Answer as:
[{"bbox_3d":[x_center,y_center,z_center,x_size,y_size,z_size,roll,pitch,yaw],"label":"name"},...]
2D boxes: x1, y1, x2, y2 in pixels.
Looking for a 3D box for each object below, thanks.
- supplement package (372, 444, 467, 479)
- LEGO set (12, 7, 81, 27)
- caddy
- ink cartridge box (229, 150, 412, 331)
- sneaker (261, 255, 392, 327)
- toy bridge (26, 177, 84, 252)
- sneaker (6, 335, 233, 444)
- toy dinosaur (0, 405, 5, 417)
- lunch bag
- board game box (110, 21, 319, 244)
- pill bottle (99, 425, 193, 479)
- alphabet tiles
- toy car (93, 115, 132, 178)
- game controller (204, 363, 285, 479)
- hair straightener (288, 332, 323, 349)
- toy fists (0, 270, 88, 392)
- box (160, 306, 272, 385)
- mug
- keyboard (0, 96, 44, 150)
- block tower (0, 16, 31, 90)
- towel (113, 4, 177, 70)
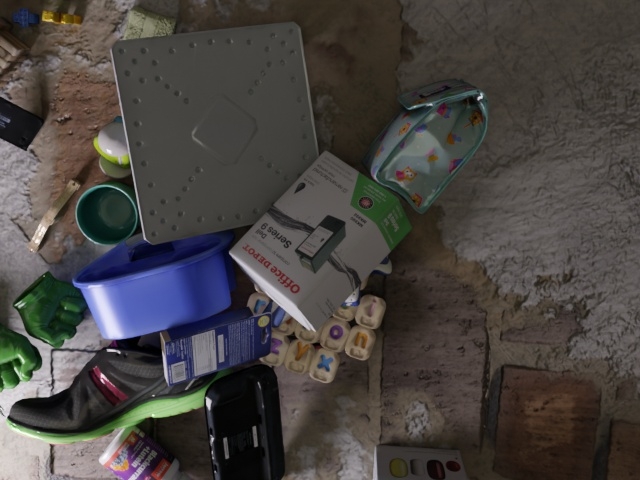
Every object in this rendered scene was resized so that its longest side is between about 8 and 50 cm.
[{"bbox_3d":[0.210,0.549,1.902,0.194,0.203,0.149,2,100,1],"label":"supplement package"},{"bbox_3d":[-0.561,-0.477,1.808,0.227,0.093,0.086,2,100,2],"label":"LEGO set"},{"bbox_3d":[-0.330,0.065,1.824,0.342,0.241,0.179,-14,106,4],"label":"caddy"},{"bbox_3d":[0.000,0.000,1.740,0.211,0.121,0.289,36,78,32],"label":"ink cartridge box"},{"bbox_3d":[0.018,0.101,1.845,0.296,0.112,0.131,-38,89,-4],"label":"sneaker"},{"bbox_3d":[-0.572,-0.049,1.900,0.026,0.063,0.188,35,99,-4],"label":"toy bridge"},{"bbox_3d":[-0.436,0.301,1.915,0.483,0.185,0.202,-16,92,-5],"label":"sneaker"},{"bbox_3d":[-0.775,0.233,1.949,0.161,0.121,0.313,-3,95,-9],"label":"toy dinosaur"},{"bbox_3d":[0.213,-0.208,1.757,0.160,0.223,0.262,35,99,-11],"label":"lunch bag"},{"bbox_3d":[-0.198,-0.219,1.776,0.390,0.050,0.389,-13,100,-24],"label":"board game box"},{"bbox_3d":[-0.381,0.502,1.967,0.193,0.108,0.108,39,99,-5],"label":"pill bottle"},{"bbox_3d":[-0.011,0.151,1.906,0.284,0.021,0.277,18,86,-1],"label":"alphabet tiles"},{"bbox_3d":[-0.370,-0.195,1.838,0.182,0.159,0.136,21,66,-1],"label":"toy car"},{"bbox_3d":[-0.160,0.418,1.912,0.167,0.067,0.319,-12,116,-20],"label":"game controller"},{"bbox_3d":[-0.004,0.197,1.927,0.231,0.047,0.088,1,100,3],"label":"hair straightener"},{"bbox_3d":[-0.620,0.204,1.898,0.279,0.096,0.142,-47,111,-16],"label":"toy fists"},{"bbox_3d":[-0.209,0.210,1.807,0.225,0.036,0.136,-14,134,-19],"label":"box"},{"bbox_3d":[-0.428,-0.051,1.876,0.158,0.097,0.129,43,98,-6],"label":"mug"},{"bbox_3d":[-0.672,-0.244,1.837,0.180,0.023,0.108,29,98,-44],"label":"keyboard"},{"bbox_3d":[-0.738,-0.307,1.848,0.097,0.091,0.335,38,100,-5],"label":"block tower"},{"bbox_3d":[-0.361,-0.403,1.847,0.110,0.027,0.148,18,100,-2],"label":"towel"}]
